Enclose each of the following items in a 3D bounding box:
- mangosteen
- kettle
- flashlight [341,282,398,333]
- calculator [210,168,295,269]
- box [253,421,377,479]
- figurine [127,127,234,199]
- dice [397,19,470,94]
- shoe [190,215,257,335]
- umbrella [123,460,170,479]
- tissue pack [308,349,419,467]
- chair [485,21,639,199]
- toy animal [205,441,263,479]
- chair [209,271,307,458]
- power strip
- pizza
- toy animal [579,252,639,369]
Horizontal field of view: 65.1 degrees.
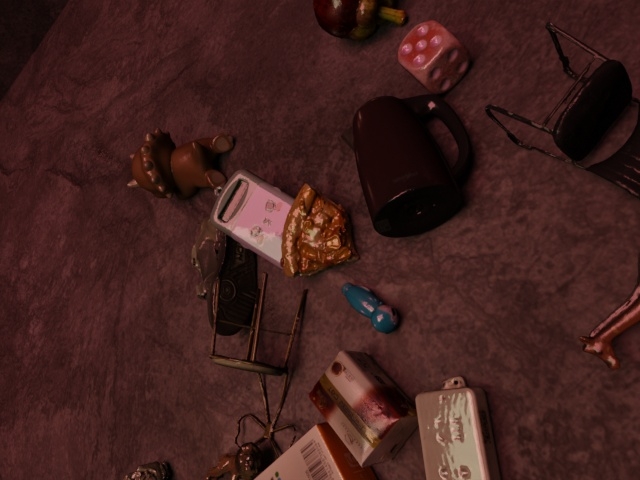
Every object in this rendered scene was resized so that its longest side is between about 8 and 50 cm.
[{"bbox_3d":[0.070,-0.469,1.002,0.146,0.156,0.181,-35,70,-14],"label":"mangosteen"},{"bbox_3d":[0.149,-0.147,0.849,0.202,0.144,0.232,-21,60,12],"label":"kettle"},{"bbox_3d":[0.083,0.116,0.879,0.129,0.051,0.051,33,99,42],"label":"flashlight"},{"bbox_3d":[-0.116,-0.044,1.028,0.246,0.045,0.141,33,95,9],"label":"calculator"},{"bbox_3d":[0.011,0.468,0.808,0.221,0.091,0.273,-46,54,21],"label":"box"},{"bbox_3d":[-0.369,-0.194,1.254,0.247,0.173,0.176,1,78,40],"label":"figurine"},{"bbox_3d":[0.198,-0.321,0.881,0.091,0.093,0.094,-46,54,20],"label":"dice"},{"bbox_3d":[-0.227,0.070,1.111,0.149,0.109,0.292,-14,65,39],"label":"shoe"},{"bbox_3d":[-0.310,0.615,1.018,0.358,0.106,0.113,42,101,39],"label":"umbrella"},{"bbox_3d":[0.071,0.267,0.811,0.149,0.099,0.106,43,104,39],"label":"tissue pack"},{"bbox_3d":[0.367,-0.164,0.668,0.221,0.145,0.140,44,107,37],"label":"chair"},{"bbox_3d":[-0.167,0.453,0.974,0.220,0.069,0.086,-39,54,39],"label":"toy animal"},{"bbox_3d":[-0.128,0.236,0.951,0.160,0.170,0.325,-3,70,35],"label":"chair"},{"bbox_3d":[0.206,0.365,0.701,0.098,0.058,0.337,-19,66,33],"label":"power strip"},{"bbox_3d":[0.000,0.000,0.952,0.162,0.062,0.181,26,92,10],"label":"pizza"},{"bbox_3d":[0.432,0.041,0.605,0.230,0.066,0.224,-7,79,26],"label":"toy animal"}]
